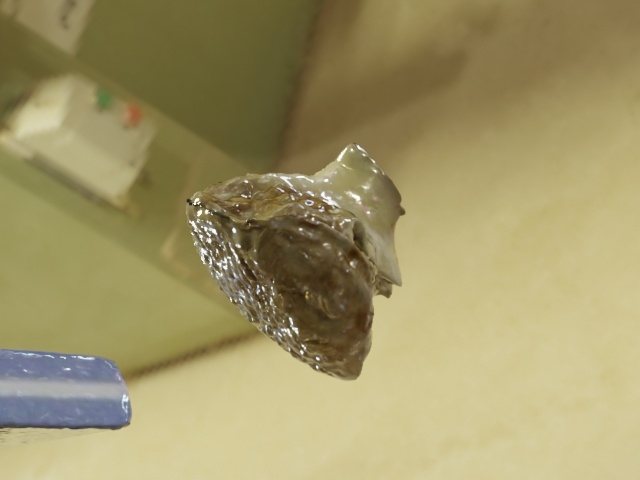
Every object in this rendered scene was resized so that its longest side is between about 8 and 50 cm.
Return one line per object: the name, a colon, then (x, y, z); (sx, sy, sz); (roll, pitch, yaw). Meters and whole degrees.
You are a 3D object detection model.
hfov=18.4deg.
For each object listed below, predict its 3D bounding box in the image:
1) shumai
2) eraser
shumai: (-0.002, -0.001, 1.171); (0.116, 0.145, 0.145); (-41, 24, -16)
eraser: (-0.172, 0.079, 0.918); (0.225, 0.082, 0.036); (-16, 72, 55)
